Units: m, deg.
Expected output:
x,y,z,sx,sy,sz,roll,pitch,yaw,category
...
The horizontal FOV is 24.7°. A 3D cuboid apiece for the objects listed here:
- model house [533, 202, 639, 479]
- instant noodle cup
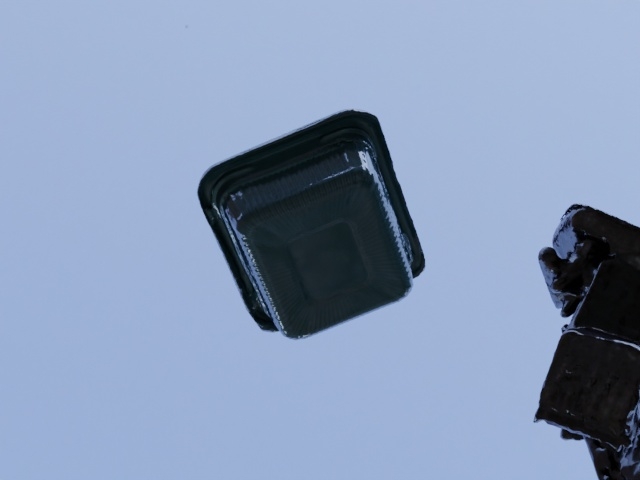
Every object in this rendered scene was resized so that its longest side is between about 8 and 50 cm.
x,y,z,sx,sy,sz,roll,pitch,yaw,category
0.190,0.092,0.921,0.203,0.141,0.164,42,-112,-40,model house
0.000,0.000,1.166,0.157,0.070,0.179,-22,-54,-1,instant noodle cup
